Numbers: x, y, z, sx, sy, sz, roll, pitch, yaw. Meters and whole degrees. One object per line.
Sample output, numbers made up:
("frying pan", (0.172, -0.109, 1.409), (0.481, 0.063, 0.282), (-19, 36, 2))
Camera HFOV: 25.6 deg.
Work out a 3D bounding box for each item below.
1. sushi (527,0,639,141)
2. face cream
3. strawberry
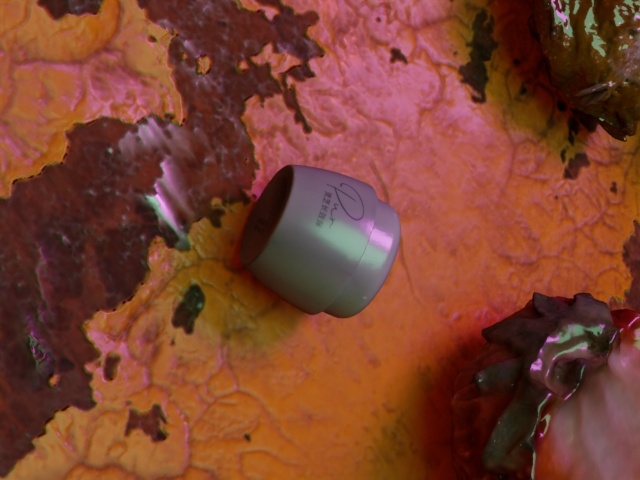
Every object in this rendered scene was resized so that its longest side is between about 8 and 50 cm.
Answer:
("sushi", (0.280, -0.245, 1.315), (0.179, 0.167, 0.296), (-5, 80, 9))
("face cream", (0.000, 0.000, 1.144), (0.104, 0.117, 0.117), (26, 72, -19))
("strawberry", (0.235, 0.207, 1.257), (0.265, 0.149, 0.336), (-50, 120, -31))
